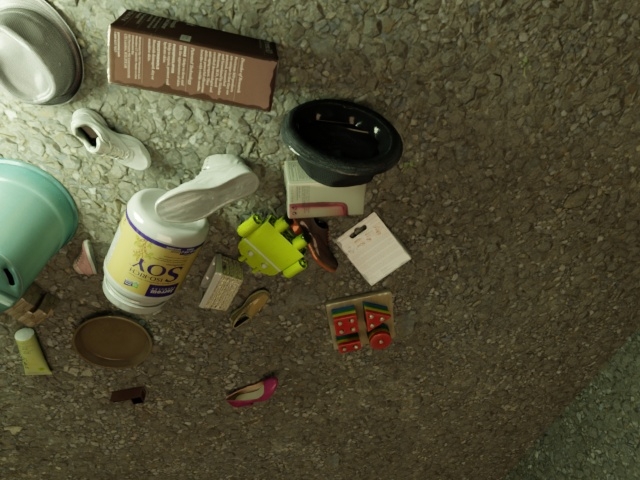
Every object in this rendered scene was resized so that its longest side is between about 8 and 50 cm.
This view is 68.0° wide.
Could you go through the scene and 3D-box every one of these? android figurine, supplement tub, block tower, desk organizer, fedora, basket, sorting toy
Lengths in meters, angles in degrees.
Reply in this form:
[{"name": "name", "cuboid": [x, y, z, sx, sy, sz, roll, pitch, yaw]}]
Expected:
[{"name": "android figurine", "cuboid": [-0.161, 0.023, 1.549, 0.273, 0.056, 0.248, -32, 112, 34]}, {"name": "supplement tub", "cuboid": [-0.506, 0.037, 1.438, 0.241, 0.241, 0.331, 22, 119, -22]}, {"name": "block tower", "cuboid": [-1.021, 0.148, 1.526, 0.097, 0.091, 0.335, -34, 124, 14]}, {"name": "desk organizer", "cuboid": [-0.784, 0.639, 1.934, 0.130, 0.050, 0.047, -9, 126, -3]}, {"name": "fedora", "cuboid": [-0.714, -0.440, 1.140, 0.243, 0.124, 0.275, -13, 126, 0]}, {"name": "fedora", "cuboid": [0.051, -0.247, 1.314, 0.334, 0.334, 0.152, 1, 142, -10]}, {"name": "basket", "cuboid": [-0.339, 0.146, 1.622, 0.103, 0.113, 0.167, 18, 120, -23]}, {"name": "sorting toy", "cuboid": [0.165, 0.332, 1.849, 0.255, 0.089, 0.257, -11, 126, -1]}]

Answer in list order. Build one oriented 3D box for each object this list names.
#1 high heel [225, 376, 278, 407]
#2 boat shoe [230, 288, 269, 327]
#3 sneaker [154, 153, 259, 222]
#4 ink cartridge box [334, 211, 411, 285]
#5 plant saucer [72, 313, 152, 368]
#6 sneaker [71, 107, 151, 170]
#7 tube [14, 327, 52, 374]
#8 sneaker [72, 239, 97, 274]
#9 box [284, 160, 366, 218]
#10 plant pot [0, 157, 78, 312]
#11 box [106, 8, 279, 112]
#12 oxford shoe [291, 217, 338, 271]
[{"name": "high heel", "cuboid": [-0.287, 0.631, 1.993, 0.117, 0.082, 0.244, 27, 130, -36]}, {"name": "boat shoe", "cuboid": [-0.254, 0.257, 1.737, 0.068, 0.072, 0.190, 35, 113, -28]}, {"name": "sneaker", "cuboid": [-0.338, -0.156, 1.369, 0.292, 0.169, 0.108, -21, 129, -14]}, {"name": "ink cartridge box", "cuboid": [0.185, 0.025, 1.674, 0.181, 0.056, 0.225, -36, 104, 16]}, {"name": "plant saucer", "cuboid": [-0.763, 0.370, 1.755, 0.277, 0.041, 0.278, -4, 126, -6]}, {"name": "sneaker", "cuboid": [-0.577, -0.254, 1.298, 0.232, 0.115, 0.090, 33, 114, -27]}, {"name": "tube", "cuboid": [-1.052, 0.419, 1.734, 0.070, 0.062, 0.240, 29, 131, 20]}, {"name": "sneaker", "cuboid": [-0.766, 0.058, 1.527, 0.070, 0.051, 0.134, -4, 130, -13]}, {"name": "box", "cuboid": [0.010, -0.160, 1.440, 0.232, 0.149, 0.127, -3, 126, -7]}, {"name": "plant pot", "cuboid": [-0.889, 0.003, 1.296, 0.341, 0.334, 0.341, -5, 126, -7]}, {"name": "box", "cuboid": [-0.301, -0.440, 1.167, 0.381, 0.191, 0.143, 8, 123, -15]}, {"name": "oxford shoe", "cuboid": [0.000, 0.000, 1.587, 0.098, 0.097, 0.271, -33, 124, 7]}]
